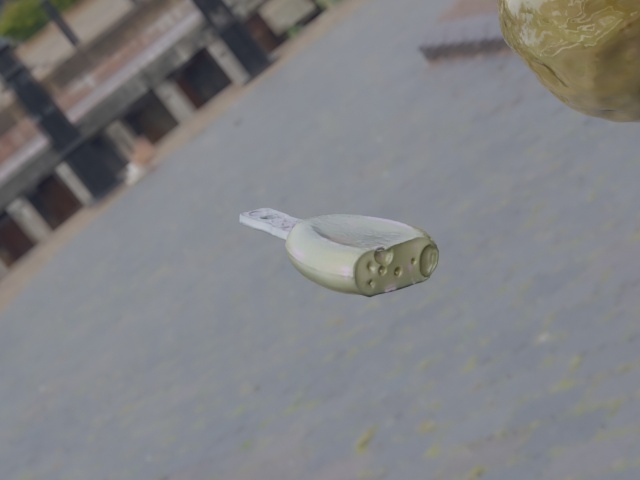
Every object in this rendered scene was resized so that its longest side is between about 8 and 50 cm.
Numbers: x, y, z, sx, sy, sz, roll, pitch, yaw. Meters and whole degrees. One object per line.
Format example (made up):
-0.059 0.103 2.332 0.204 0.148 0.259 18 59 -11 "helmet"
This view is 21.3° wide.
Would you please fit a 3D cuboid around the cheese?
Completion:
0.000 0.000 1.287 0.097 0.037 0.192 -14 20 -34 "cheese"

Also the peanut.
0.212 -0.169 1.114 0.387 0.192 0.170 -27 -43 -72 "peanut"
